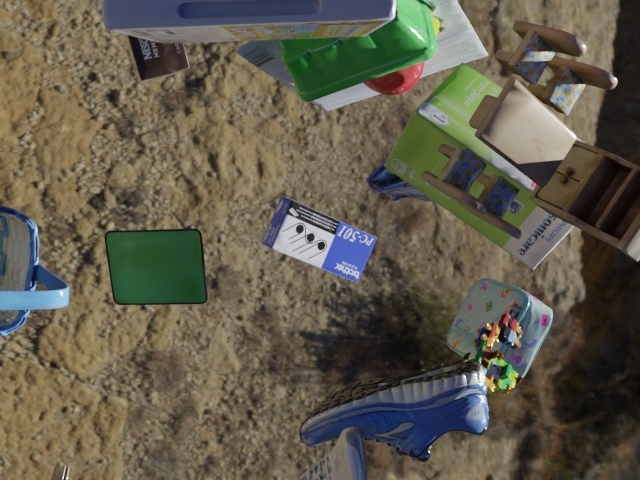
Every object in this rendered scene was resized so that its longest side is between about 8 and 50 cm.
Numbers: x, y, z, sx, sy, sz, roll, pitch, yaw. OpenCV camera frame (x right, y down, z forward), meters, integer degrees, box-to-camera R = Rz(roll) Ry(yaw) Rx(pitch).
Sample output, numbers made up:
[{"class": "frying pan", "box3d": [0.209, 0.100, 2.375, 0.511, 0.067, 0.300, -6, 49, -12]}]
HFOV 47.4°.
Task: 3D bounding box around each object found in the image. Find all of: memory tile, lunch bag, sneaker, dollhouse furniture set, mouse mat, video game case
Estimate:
[{"class": "memory tile", "box3d": [-0.374, 0.369, 1.011, 0.012, 0.148, 0.113, 17, 67, -18]}, {"class": "lunch bag", "box3d": [0.267, -0.152, 1.656, 0.220, 0.293, 0.138, 4, 66, -39]}, {"class": "sneaker", "box3d": [0.120, 0.306, 1.206, 0.130, 0.329, 0.147, -17, 91, -73]}, {"class": "dollhouse furniture set", "box3d": [0.285, -0.093, 0.853, 0.242, 0.161, 0.212, 27, 98, -38]}, {"class": "sneaker", "box3d": [0.011, 0.230, 0.684, 0.054, 0.061, 0.152, -90, -174, -50]}, {"class": "lunch bag", "box3d": [0.430, 0.219, 1.787, 0.107, 0.279, 0.224, 31, 90, -16]}, {"class": "mouse mat", "box3d": [-0.312, 0.052, 1.389, 0.007, 0.189, 0.153, -72, 160, -72]}, {"class": "video game case", "box3d": [-0.053, -0.187, 0.616, 0.227, 0.206, 0.026, -98, -174, -78]}]

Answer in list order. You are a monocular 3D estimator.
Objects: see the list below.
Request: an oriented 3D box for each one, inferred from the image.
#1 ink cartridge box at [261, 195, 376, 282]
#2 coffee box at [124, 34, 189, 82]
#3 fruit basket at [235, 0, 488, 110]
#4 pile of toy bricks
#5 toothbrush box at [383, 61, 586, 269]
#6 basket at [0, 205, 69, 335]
[{"class": "ink cartridge box", "box3d": [0.000, 0.000, 1.361, 0.207, 0.046, 0.097, 23, 90, -33]}, {"class": "coffee box", "box3d": [-0.338, -0.398, 1.466, 0.098, 0.246, 0.141, -17, 104, -12]}, {"class": "fruit basket", "box3d": [0.081, -0.321, 1.194, 0.353, 0.326, 0.166, 3, 73, -66]}, {"class": "pile of toy bricks", "box3d": [0.348, 0.250, 1.424, 0.105, 0.118, 0.212, 42, 47, -7]}, {"class": "toothbrush box", "box3d": [0.276, -0.124, 1.142, 0.283, 0.122, 0.206, 37, 46, 7]}, {"class": "basket", "box3d": [-0.493, 0.045, 0.977, 0.254, 0.289, 0.201, 3, 96, -31]}]
